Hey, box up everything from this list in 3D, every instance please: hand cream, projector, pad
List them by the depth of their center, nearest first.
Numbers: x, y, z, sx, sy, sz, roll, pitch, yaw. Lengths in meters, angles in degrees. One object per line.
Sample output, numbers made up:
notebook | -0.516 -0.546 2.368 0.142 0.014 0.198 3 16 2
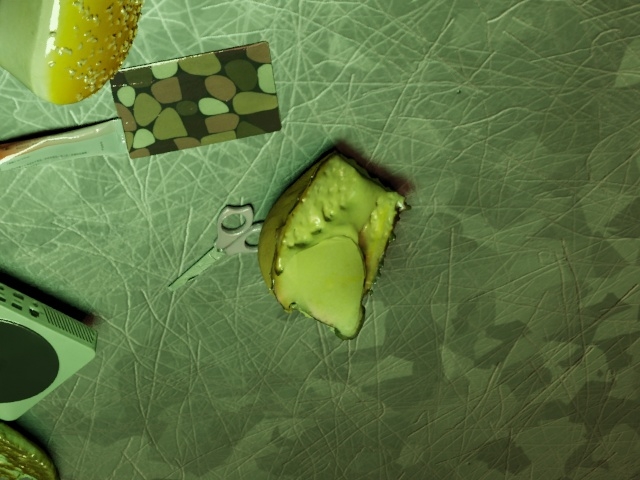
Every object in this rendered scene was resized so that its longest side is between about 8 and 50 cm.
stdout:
hand cream | -0.392 -0.135 1.647 0.216 0.038 0.052 -12 159 -10
pad | -0.180 -0.202 1.654 0.235 0.003 0.158 -11 131 -3
projector | -0.533 0.168 1.827 0.257 0.079 0.259 32 127 -33

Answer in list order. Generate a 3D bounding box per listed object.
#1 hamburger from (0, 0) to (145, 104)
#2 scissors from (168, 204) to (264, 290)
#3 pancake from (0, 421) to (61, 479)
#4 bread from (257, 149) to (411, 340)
hamburger | -0.299 -0.311 1.399 0.151 0.227 0.295 24 127 -1
scissors | -0.170 0.023 1.833 0.212 0.021 0.110 -39 125 18
pancake | -0.584 0.357 1.985 0.197 0.054 0.376 -11 140 27
bread | 0.000 0.000 1.763 0.204 0.162 0.262 34 73 -32
